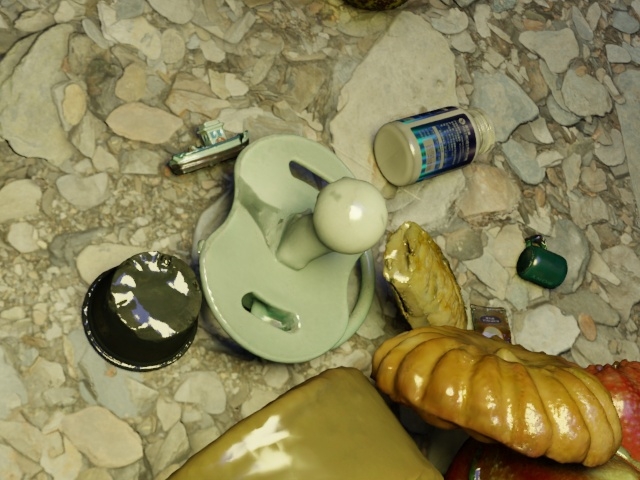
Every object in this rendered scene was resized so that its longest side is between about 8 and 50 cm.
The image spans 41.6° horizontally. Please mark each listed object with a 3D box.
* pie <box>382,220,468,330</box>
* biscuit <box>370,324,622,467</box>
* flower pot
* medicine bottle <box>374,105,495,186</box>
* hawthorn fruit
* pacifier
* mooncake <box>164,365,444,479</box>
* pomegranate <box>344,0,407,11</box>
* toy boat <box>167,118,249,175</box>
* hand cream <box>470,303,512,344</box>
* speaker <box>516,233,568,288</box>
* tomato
[{"bbox_3d":[0.165,0.086,1.222,0.282,0.068,0.129,55,39,-48],"label":"pie"},{"bbox_3d":[0.225,0.183,1.067,0.325,0.326,0.107,16,91,-18],"label":"biscuit"},{"bbox_3d":[-0.223,0.084,1.103,0.157,0.107,0.157,10,65,-22],"label":"flower pot"},{"bbox_3d":[0.191,-0.161,1.389,0.191,0.107,0.107,-19,77,-29],"label":"medicine bottle"},{"bbox_3d":[0.454,0.308,1.263,0.205,0.205,0.253,-7,81,-26],"label":"hawthorn fruit"},{"bbox_3d":[0.000,0.000,1.148,0.288,0.269,0.343,29,62,-25],"label":"pacifier"},{"bbox_3d":[-0.047,0.351,0.995,0.394,0.393,0.246,-45,66,9],"label":"mooncake"},{"bbox_3d":[0.108,-0.506,1.416,0.214,0.248,0.214,9,70,-26],"label":"pomegranate"},{"bbox_3d":[-0.164,-0.142,1.248,0.140,0.059,0.066,-22,97,-32],"label":"toy boat"},{"bbox_3d":[0.270,0.176,1.326,0.062,0.039,0.163,4,64,-5],"label":"hand cream"},{"bbox_3d":[0.369,0.036,1.425,0.075,0.060,0.094,22,26,-14],"label":"speaker"},{"bbox_3d":[0.312,0.379,1.108,0.239,0.303,0.303,-15,76,-40],"label":"tomato"}]
